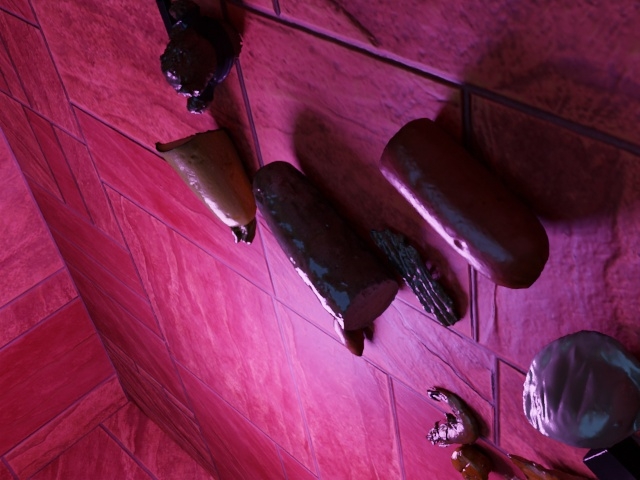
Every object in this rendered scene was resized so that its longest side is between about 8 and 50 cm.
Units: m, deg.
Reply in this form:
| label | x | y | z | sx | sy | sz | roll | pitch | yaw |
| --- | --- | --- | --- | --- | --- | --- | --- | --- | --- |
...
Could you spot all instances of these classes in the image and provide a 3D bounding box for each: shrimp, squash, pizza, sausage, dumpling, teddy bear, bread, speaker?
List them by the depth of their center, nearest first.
| label | x | y | z | sx | sy | sz | roll | pitch | yaw |
| --- | --- | --- | --- | --- | --- | --- | --- | --- | --- |
| sausage | 0.194 | -0.044 | 1.119 | 0.259 | 0.113 | 0.113 | 47 | 153 | 15 |
| dumpling | 0.373 | 0.209 | 1.165 | 0.108 | 0.152 | 0.219 | 20 | 156 | -39 |
| speaker | 0.486 | 0.379 | 1.230 | 0.218 | 0.044 | 0.082 | 47 | 153 | 11 |
| teddy bear | -0.192 | -0.309 | 1.385 | 0.251 | 0.129 | 0.182 | -89 | -24 | -68 |
| pizza | 0.416 | 0.440 | 1.424 | 0.262 | 0.034 | 0.181 | 20 | 138 | 46 |
| bread | 0.284 | 0.419 | 1.596 | 0.083 | 0.046 | 0.081 | 54 | 151 | 0 |
| shrimp | 0.226 | 0.334 | 1.600 | 0.124 | 0.034 | 0.178 | 57 | 151 | -1 |
| squash | -0.182 | -0.113 | 1.657 | 0.137 | 0.137 | 0.287 | 13 | 147 | 52 |

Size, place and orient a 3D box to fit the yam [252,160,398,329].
| label | x | y | z | sx | sy | sz | roll | pitch | yaw |
| --- | --- | --- | --- | --- | --- | --- | --- | --- | --- |
| yam | 0.000 | 0.000 | 1.469 | 0.330 | 0.133 | 0.133 | 53 | 153 | 7 |

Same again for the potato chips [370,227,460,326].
| label | x | y | z | sx | sy | sz | roll | pitch | yaw |
| --- | --- | --- | --- | --- | --- | --- | --- | --- | --- |
| potato chips | 0.161 | 0.057 | 1.381 | 0.207 | 0.028 | 0.092 | 55 | 152 | -8 |

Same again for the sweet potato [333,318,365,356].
| label | x | y | z | sx | sy | sz | roll | pitch | yaw |
| --- | --- | --- | --- | --- | --- | --- | --- | --- | --- |
| sweet potato | 0.054 | 0.156 | 1.635 | 0.055 | 0.058 | 0.202 | -123 | 17 | -44 |

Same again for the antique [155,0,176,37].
| label | x | y | z | sx | sy | sz | roll | pitch | yaw |
| --- | --- | --- | --- | --- | --- | --- | --- | --- | --- |
| antique | -0.260 | -0.355 | 1.564 | 0.031 | 0.015 | 0.192 | 26 | 142 | 44 |
